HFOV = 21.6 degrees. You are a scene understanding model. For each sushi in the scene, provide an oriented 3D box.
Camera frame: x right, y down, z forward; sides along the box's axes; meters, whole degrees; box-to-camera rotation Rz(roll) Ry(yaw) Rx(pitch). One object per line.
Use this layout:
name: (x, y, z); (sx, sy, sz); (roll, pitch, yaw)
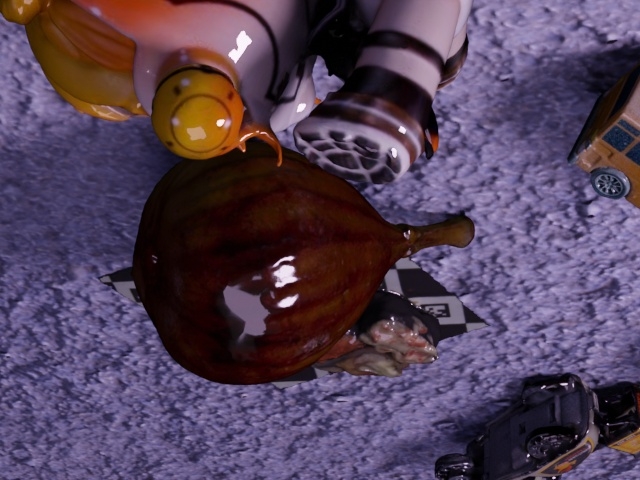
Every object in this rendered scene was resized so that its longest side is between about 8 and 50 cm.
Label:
sushi: (-0.022, 0.085, 1.687); (0.294, 0.059, 0.292); (-19, 142, 32)

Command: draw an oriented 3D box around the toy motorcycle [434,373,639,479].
toy motorcycle: (0.248, 0.232, 1.873); (0.157, 0.091, 0.263); (18, 143, -30)

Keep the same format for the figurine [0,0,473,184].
figurine: (-0.062, -0.161, 1.131); (0.323, 0.320, 0.196); (14, 114, 6)

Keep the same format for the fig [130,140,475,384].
fig: (0.000, 0.000, 1.470); (0.320, 0.217, 0.217); (-13, 156, -27)

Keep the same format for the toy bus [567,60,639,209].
toy bus: (0.304, -0.059, 1.344); (0.182, 0.091, 0.103); (35, 143, -5)
